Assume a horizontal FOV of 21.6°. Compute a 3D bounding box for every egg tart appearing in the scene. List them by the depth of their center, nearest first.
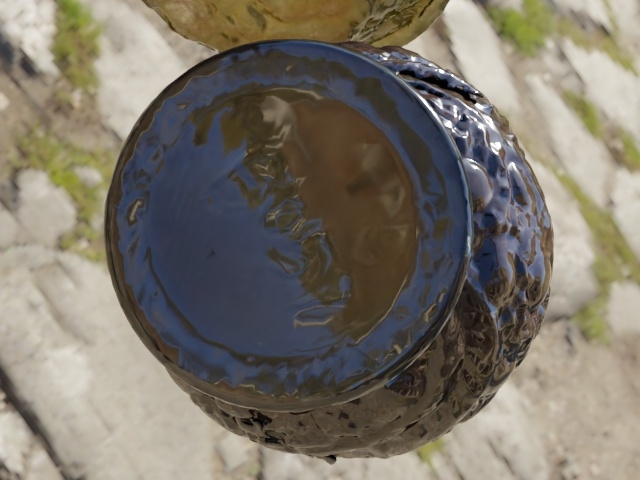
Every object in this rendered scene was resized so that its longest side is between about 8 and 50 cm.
[{"bbox_3d":[-0.045,-0.243,1.335,0.341,0.341,0.132,37,44,-28],"label":"egg tart"}]

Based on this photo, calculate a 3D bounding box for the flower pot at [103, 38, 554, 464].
[{"bbox_3d":[0.000,0.000,0.975,0.266,0.267,0.267,61,5,9],"label":"flower pot"}]
